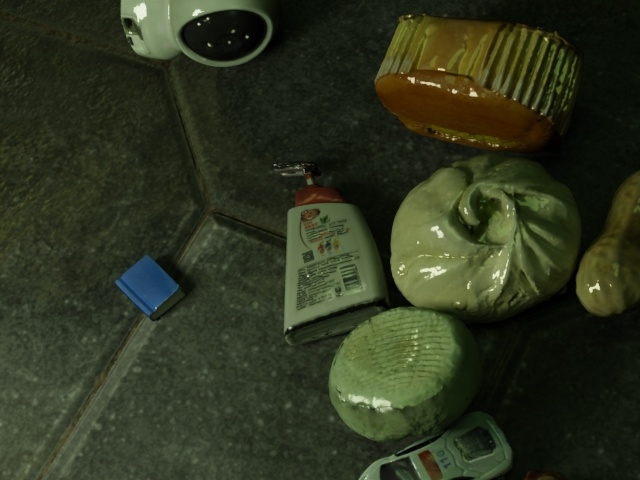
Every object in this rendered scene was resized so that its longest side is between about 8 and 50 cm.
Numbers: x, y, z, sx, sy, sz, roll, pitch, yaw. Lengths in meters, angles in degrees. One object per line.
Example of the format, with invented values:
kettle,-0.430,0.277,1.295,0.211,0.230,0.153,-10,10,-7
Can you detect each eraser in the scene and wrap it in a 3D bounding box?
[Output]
eraser,-0.246,0.069,1.544,0.063,0.027,0.085,-41,61,-15

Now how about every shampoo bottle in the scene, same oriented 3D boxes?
shampoo bottle,0.000,0.000,1.514,0.153,0.071,0.284,-16,56,5

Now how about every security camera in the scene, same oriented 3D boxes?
security camera,-0.177,-0.376,1.701,0.236,0.194,0.194,6,61,12

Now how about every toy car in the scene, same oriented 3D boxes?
toy car,0.140,0.287,1.324,0.205,0.056,0.095,-25,59,-5

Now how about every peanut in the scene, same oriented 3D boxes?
peanut,0.429,-0.005,1.405,0.125,0.111,0.274,37,67,-4

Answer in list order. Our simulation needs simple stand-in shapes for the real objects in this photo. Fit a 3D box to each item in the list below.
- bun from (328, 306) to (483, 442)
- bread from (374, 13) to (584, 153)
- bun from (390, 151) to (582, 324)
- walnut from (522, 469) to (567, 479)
bun,0.110,0.178,1.351,0.195,0.118,0.195,-14,40,12
bread,0.222,-0.219,1.538,0.288,0.204,0.156,16,82,23
bun,0.219,-0.018,1.429,0.259,0.160,0.259,-6,56,9
walnut,0.240,0.347,1.262,0.170,0.069,0.143,-37,61,-8
